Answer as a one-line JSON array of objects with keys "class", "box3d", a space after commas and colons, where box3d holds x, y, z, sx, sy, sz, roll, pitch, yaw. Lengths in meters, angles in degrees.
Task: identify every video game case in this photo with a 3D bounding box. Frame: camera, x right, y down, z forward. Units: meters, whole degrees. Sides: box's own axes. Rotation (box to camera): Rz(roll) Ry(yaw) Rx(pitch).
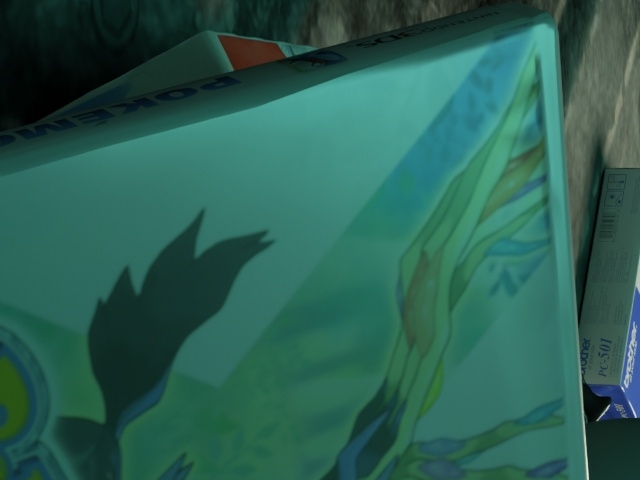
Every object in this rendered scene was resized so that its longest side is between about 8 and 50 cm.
[{"class": "video game case", "box3d": [-0.035, 0.108, 0.679, 0.300, 0.036, 0.329, -17, 113, -25]}]

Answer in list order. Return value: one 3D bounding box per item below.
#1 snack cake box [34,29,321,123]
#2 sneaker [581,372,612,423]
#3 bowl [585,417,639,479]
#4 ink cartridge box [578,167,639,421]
[{"class": "snack cake box", "box3d": [0.000, 0.000, 0.860, 0.152, 0.089, 0.264, 67, 20, 7]}, {"class": "sneaker", "box3d": [0.147, 0.089, 1.301, 0.084, 0.097, 0.235, -52, 138, -57]}, {"class": "bowl", "box3d": [0.136, 0.255, 1.075, 0.163, 0.311, 0.312, 4, 87, -49]}, {"class": "ink cartridge box", "box3d": [0.256, 0.051, 1.644, 0.097, 0.046, 0.207, 58, 39, -52]}]
